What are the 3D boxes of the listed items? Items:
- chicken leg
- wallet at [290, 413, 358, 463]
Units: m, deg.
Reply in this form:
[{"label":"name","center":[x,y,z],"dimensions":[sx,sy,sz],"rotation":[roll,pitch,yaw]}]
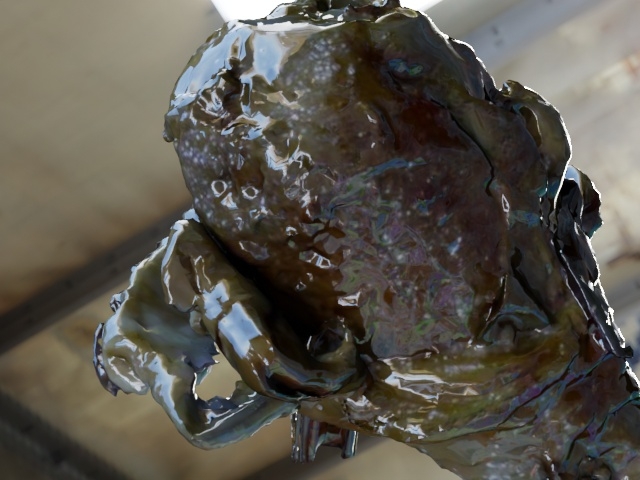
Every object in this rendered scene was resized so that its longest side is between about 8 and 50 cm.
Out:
[{"label":"chicken leg","center":[0.038,0.025,0.401],"dimensions":[0.196,0.080,0.125],"rotation":[37,-123,-21]},{"label":"wallet","center":[-0.003,-0.001,0.864],"dimensions":[0.195,0.042,0.161],"rotation":[-100,13,-56]}]
